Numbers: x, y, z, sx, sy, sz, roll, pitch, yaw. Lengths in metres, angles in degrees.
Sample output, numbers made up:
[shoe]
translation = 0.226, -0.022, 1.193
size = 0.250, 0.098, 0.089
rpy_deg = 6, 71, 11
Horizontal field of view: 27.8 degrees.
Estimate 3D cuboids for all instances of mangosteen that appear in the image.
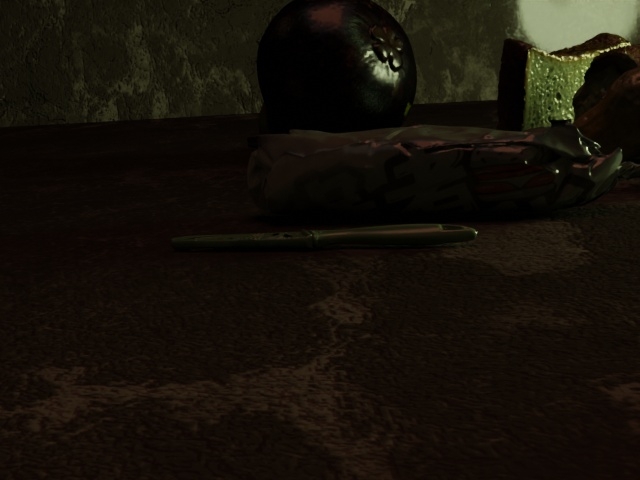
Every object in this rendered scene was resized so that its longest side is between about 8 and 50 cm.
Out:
[mangosteen]
translation = 0.017, -0.269, 2.132
size = 0.288, 0.288, 0.288
rpy_deg = -3, 9, 0

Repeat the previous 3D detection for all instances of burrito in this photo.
[burrito]
translation = 0.126, -0.076, 1.382
size = 0.445, 0.101, 0.139
rpy_deg = 0, 7, 16

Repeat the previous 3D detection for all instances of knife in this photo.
[knife]
translation = 0.000, -0.002, 1.212
size = 0.293, 0.020, 0.043
rpy_deg = -1, 11, 15

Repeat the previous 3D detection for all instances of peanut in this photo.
[peanut]
translation = 0.399, -0.161, 1.656
size = 0.099, 0.099, 0.214
rpy_deg = -14, -22, -50

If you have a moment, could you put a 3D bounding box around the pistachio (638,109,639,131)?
[pistachio]
translation = 0.481, -0.135, 1.538
size = 0.238, 0.153, 0.138
rpy_deg = 22, 7, -27

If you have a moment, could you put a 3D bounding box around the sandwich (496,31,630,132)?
[sandwich]
translation = 0.370, -0.222, 1.970
size = 0.215, 0.186, 0.065
rpy_deg = -12, 25, -29

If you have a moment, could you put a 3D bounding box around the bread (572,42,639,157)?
[bread]
translation = 0.512, -0.194, 1.794
size = 0.192, 0.171, 0.314
rpy_deg = -11, 12, -23

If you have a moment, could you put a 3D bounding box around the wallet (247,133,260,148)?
[wallet]
translation = -0.055, -0.182, 2.336
size = 0.118, 0.039, 0.153
rpy_deg = -6, 6, -32
